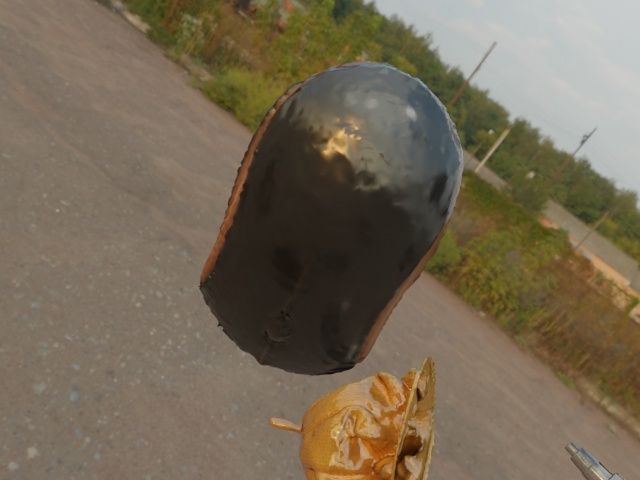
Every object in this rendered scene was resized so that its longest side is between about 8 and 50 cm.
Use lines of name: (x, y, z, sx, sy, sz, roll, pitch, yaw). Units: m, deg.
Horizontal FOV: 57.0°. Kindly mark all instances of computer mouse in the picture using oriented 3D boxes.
computer mouse: (-0.001, 0.002, 0.524, 0.182, 0.323, 0.116, 27, 30, 2)

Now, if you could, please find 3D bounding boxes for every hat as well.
hat: (0.028, 0.274, 0.846, 0.233, 0.245, 0.233, 5, 11, 24)

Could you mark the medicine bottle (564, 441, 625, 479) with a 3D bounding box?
medicine bottle: (0.278, 0.246, 0.477, 0.199, 0.058, 0.057, 48, 16, 28)
